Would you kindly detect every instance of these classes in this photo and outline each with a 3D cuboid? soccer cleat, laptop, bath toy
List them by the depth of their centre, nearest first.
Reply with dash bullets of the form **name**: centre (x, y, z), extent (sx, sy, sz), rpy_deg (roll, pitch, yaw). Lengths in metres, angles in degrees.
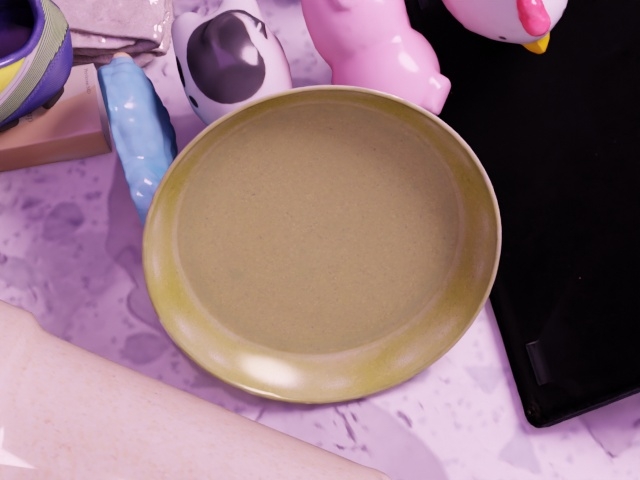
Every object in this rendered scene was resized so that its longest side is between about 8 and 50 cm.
- **soccer cleat**: centre (-0.300, -0.087, 1.194), extent (0.289, 0.121, 0.093), rpy_deg (-35, 65, -16)
- **bath toy**: centre (0.022, -0.118, 1.212), extent (0.348, 0.151, 0.129), rpy_deg (-26, 42, 7)
- **laptop**: centre (0.319, -0.100, 1.273), extent (0.408, 0.236, 0.381), rpy_deg (-25, 69, 25)

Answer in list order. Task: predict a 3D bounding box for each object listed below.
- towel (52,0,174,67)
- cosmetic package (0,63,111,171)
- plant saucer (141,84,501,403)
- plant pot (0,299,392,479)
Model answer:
- **towel**: centre (-0.197, -0.264, 1.343), extent (0.187, 0.049, 0.282), rpy_deg (3, 71, 3)
- **cosmetic package**: centre (-0.215, -0.088, 1.287), extent (0.115, 0.041, 0.060), rpy_deg (-12, 70, 0)
- **plant saucer**: centre (0.000, 0.000, 1.181), extent (0.241, 0.241, 0.037), rpy_deg (-12, 28, -1)
- **plant pot**: centre (-0.125, 0.211, 1.062), extent (0.306, 0.334, 0.333), rpy_deg (15, 73, -4)
